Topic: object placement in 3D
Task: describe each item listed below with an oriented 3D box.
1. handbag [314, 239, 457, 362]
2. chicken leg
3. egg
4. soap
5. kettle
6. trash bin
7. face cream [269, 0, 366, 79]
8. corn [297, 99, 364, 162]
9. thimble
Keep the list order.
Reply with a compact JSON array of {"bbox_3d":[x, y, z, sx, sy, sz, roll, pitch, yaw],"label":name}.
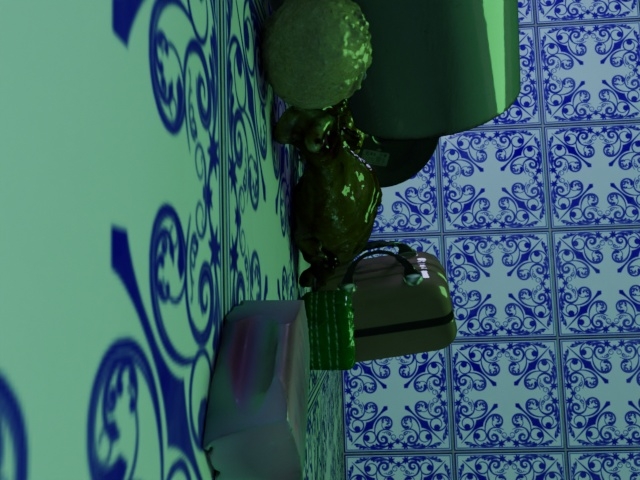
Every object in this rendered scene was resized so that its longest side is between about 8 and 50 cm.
[{"bbox_3d":[0.129,0.120,1.321,0.149,0.302,0.283,-90,170,-55],"label":"handbag"},{"bbox_3d":[0.022,-0.092,0.905,0.361,0.140,0.211,90,9,-52],"label":"chicken leg"},{"bbox_3d":[-0.007,-0.202,0.669,0.140,0.116,0.118,-38,-109,50],"label":"egg"},{"bbox_3d":[-0.039,0.104,0.440,0.149,0.056,0.100,-88,172,-56],"label":"soap"},{"bbox_3d":[0.075,-0.233,1.309,0.324,0.229,0.320,-122,-145,-59],"label":"kettle"},{"bbox_3d":[0.107,-0.370,0.772,0.280,0.281,0.431,-88,163,-55],"label":"trash bin"},{"bbox_3d":[-0.015,-0.281,0.700,0.070,0.114,0.224,-52,145,-32],"label":"face cream"},{"bbox_3d":[0.045,-0.261,1.045,0.115,0.115,0.317,-20,129,-87],"label":"corn"},{"bbox_3d":[0.012,0.142,1.004,0.130,0.090,0.118,-88,173,-55],"label":"thimble"}]
